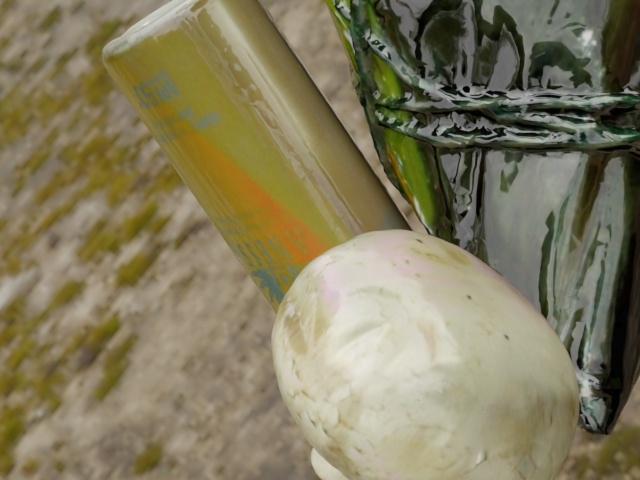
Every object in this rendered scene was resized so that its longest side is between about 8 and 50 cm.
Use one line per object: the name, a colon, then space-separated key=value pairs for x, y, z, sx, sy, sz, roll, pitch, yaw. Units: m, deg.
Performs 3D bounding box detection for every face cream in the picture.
face cream: x=0.000 y=0.000 z=0.849 sx=0.067 sy=0.285 sz=0.139 roll=-40 pitch=13 yaw=-24

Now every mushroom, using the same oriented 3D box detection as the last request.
mushroom: x=0.026 y=0.037 z=0.420 sx=0.067 sy=0.083 sz=0.083 roll=-61 pitch=20 yaw=25

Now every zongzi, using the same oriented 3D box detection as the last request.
zongzi: x=0.095 y=-0.140 z=0.802 sx=0.362 sy=0.319 sz=0.384 roll=-126 pitch=33 yaw=-79
